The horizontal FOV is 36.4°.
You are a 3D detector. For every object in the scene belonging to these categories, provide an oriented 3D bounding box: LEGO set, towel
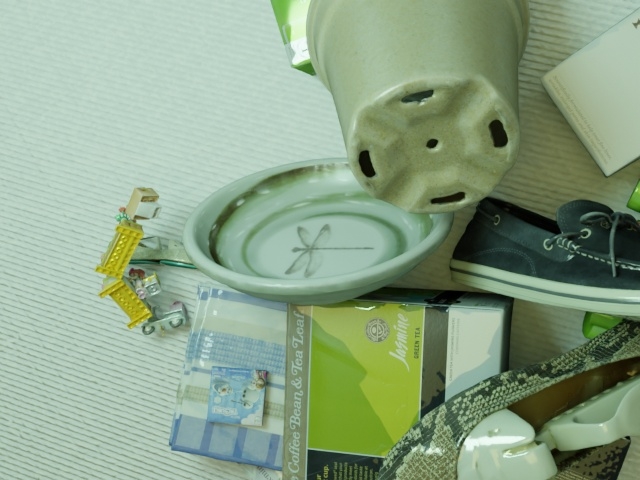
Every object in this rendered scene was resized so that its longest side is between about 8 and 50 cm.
[{"bbox_3d":[-0.312,0.027,1.613,0.132,0.107,0.287,-13,124,-9],"label":"LEGO set"},{"bbox_3d":[-0.126,0.222,1.607,0.209,0.034,0.285,11,82,1],"label":"towel"}]

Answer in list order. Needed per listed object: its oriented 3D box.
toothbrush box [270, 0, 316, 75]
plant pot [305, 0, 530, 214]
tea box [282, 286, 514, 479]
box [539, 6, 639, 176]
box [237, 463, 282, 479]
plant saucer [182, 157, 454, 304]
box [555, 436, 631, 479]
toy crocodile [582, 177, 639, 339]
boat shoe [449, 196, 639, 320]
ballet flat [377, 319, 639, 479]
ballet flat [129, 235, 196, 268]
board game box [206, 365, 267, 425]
[{"bbox_3d":[0.067,-0.404,1.521,0.283,0.122,0.206,-17,89,14],"label":"toothbrush box"},{"bbox_3d":[0.144,-0.214,1.340,0.334,0.305,0.334,0,131,0],"label":"plant pot"},{"bbox_3d":[0.122,0.243,1.490,0.323,0.220,0.329,4,94,14],"label":"tea box"},{"bbox_3d":[0.446,-0.214,1.427,0.182,0.119,0.181,-34,84,14],"label":"box"},{"bbox_3d":[-0.101,0.359,1.638,0.063,0.067,0.324,-44,81,13],"label":"box"},{"bbox_3d":[0.000,0.000,1.453,0.400,0.400,0.100,1,120,15],"label":"plant saucer"},{"bbox_3d":[0.377,0.354,1.460,0.108,0.153,0.207,21,99,13],"label":"box"},{"bbox_3d":[0.483,-0.001,1.436,0.115,0.105,0.340,32,100,11],"label":"toy crocodile"},{"bbox_3d":[0.378,0.024,1.334,0.500,0.187,0.156,13,90,54],"label":"boat shoe"},{"bbox_3d":[0.308,0.238,1.273,0.483,0.182,0.164,-23,103,-17],"label":"ballet flat"},{"bbox_3d":[-0.271,0.018,1.672,0.168,0.057,0.052,4,84,15],"label":"ballet flat"},{"bbox_3d":[-0.135,0.251,1.576,0.090,0.020,0.090,4,83,-1],"label":"board game box"}]
